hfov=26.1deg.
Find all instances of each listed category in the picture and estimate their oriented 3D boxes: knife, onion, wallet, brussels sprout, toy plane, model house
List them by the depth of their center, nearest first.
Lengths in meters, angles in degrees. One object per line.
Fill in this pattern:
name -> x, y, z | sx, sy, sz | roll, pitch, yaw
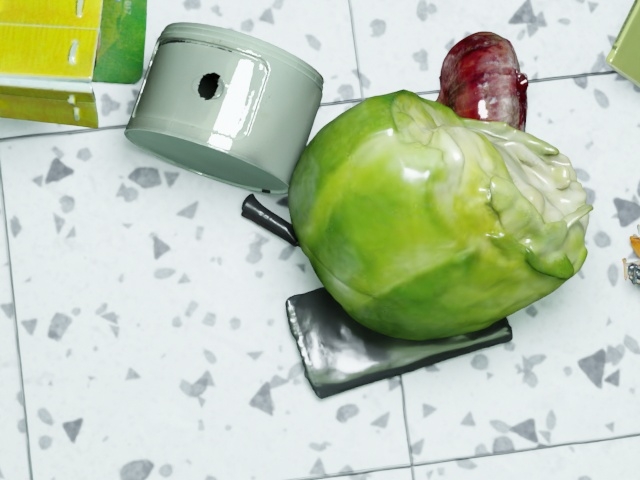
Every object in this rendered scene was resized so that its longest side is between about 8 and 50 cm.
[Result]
model house -> -0.364, -0.305, 1.668 | 0.300, 0.324, 0.340 | 5, 116, -6
brussels sprout -> 0.142, -0.033, 1.726 | 0.371, 0.315, 0.276 | 10, 45, -25
knife -> 0.000, 0.000, 1.848 | 0.230, 0.028, 0.060 | 33, 70, 6
wallet -> 0.103, 0.106, 1.850 | 0.285, 0.030, 0.146 | -17, 85, -6
onion -> 0.214, -0.184, 1.860 | 0.151, 0.098, 0.206 | -10, 84, -7
toy plane -> 0.461, 0.066, 1.863 | 0.135, 0.062, 0.188 | -6, 85, -31

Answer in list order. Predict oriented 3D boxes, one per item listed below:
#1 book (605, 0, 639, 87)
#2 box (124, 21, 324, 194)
book -> 0.543, -0.341, 1.864 | 0.239, 0.035, 0.352 | 28, 90, -28
box -> -0.121, -0.167, 1.770 | 0.226, 0.226, 0.149 | 18, 82, -2
